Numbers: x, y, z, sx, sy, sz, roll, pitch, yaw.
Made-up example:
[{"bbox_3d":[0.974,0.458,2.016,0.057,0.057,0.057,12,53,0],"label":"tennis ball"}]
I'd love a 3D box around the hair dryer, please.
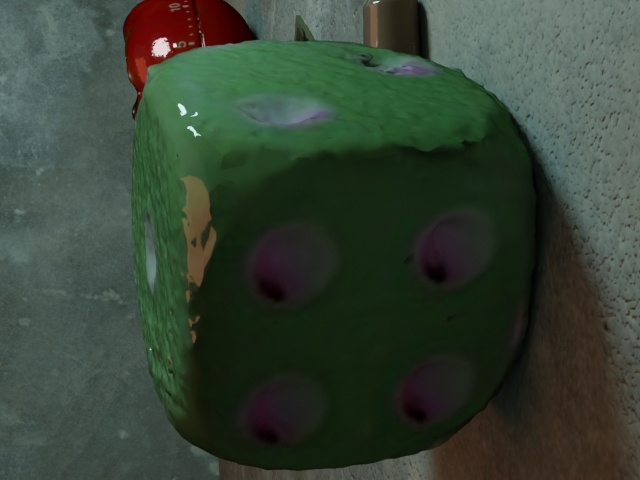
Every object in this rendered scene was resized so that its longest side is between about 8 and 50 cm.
[{"bbox_3d":[0.071,-0.220,1.166,0.181,0.064,0.117,-163,71,-82],"label":"hair dryer"}]

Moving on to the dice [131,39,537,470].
[{"bbox_3d":[0.000,0.000,0.941,0.318,0.330,0.322,-124,34,-57],"label":"dice"}]

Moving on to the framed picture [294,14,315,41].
[{"bbox_3d":[-0.031,-0.263,1.691,0.136,0.010,0.201,-114,25,-55],"label":"framed picture"}]

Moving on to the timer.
[{"bbox_3d":[-0.274,-0.340,2.135,0.378,0.279,0.378,174,90,-77],"label":"timer"}]
